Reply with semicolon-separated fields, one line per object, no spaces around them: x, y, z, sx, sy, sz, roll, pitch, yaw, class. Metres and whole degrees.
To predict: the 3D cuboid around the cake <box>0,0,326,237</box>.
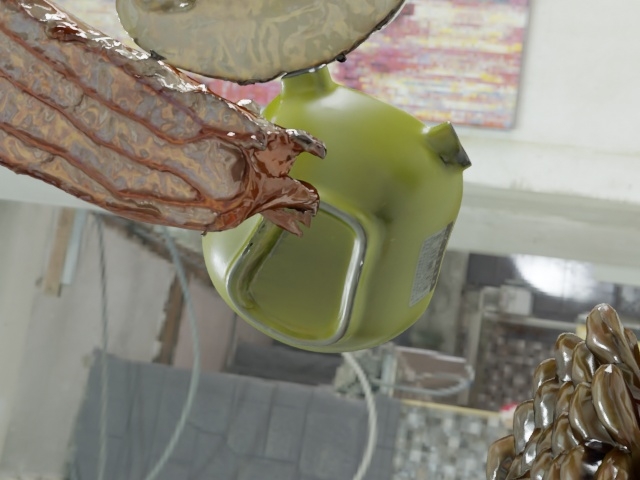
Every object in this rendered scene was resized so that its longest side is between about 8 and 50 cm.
-0.125;-0.074;0.591;0.135;0.287;0.098;-124;56;-74;cake

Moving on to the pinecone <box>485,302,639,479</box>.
0.220;0.227;0.472;0.384;0.385;0.384;7;-90;-78;pinecone

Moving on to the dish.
0.000;0.000;0.887;0.262;0.221;0.108;-66;-3;33;dish

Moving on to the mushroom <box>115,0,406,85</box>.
-0.045;-0.235;1.025;0.151;0.286;0.156;-42;-52;-74;mushroom
